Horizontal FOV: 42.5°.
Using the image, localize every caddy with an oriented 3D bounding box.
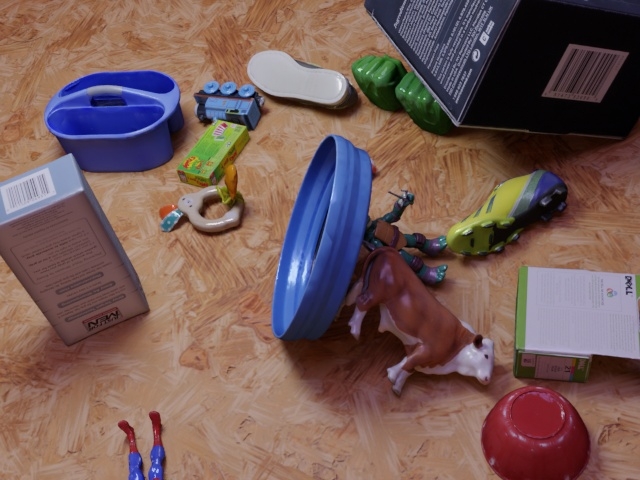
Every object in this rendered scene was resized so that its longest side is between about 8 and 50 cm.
[{"bbox_3d":[-0.496,-0.304,2.001,0.341,0.179,0.241,0,49,12],"label":"caddy"}]

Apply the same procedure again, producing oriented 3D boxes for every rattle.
[{"bbox_3d":[-0.274,-0.092,1.807,0.199,0.143,0.130,4,70,7],"label":"rattle"}]

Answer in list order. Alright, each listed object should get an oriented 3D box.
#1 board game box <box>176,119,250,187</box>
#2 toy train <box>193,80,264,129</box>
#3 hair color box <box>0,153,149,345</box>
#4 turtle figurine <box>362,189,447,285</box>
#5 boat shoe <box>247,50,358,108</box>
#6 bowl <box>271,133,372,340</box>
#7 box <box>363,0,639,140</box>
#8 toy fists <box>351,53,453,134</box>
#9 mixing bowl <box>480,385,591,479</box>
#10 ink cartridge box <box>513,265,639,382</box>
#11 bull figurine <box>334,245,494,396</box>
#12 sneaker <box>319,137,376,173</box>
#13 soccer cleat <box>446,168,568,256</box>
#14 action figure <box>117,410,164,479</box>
[{"bbox_3d":[-0.253,-0.206,1.956,0.092,0.043,0.181,15,55,23],"label":"board game box"},{"bbox_3d":[-0.231,-0.335,2.040,0.184,0.080,0.105,9,59,18],"label":"toy train"},{"bbox_3d":[-0.483,0.029,1.584,0.185,0.375,0.114,-24,50,-8],"label":"hair color box"},{"bbox_3d":[0.143,-0.009,1.603,0.118,0.234,0.175,-19,47,56],"label":"turtle figurine"},{"bbox_3d":[-0.047,-0.392,2.041,0.305,0.091,0.109,22,95,29],"label":"boat shoe"},{"bbox_3d":[0.000,0.000,1.525,0.077,0.391,0.391,15,50,-11],"label":"bowl"},{"bbox_3d":[0.426,-0.477,1.764,0.479,0.297,0.472,-1,41,-28],"label":"box"},{"bbox_3d":[0.192,-0.349,1.904,0.279,0.142,0.096,34,88,32],"label":"toy fists"},{"bbox_3d":[0.355,0.310,1.358,0.181,0.098,0.182,-6,50,7],"label":"mixing bowl"},{"bbox_3d":[0.478,0.153,1.467,0.255,0.097,0.189,4,51,13],"label":"ink cartridge box"},{"bbox_3d":[0.166,0.160,1.470,0.188,0.101,0.310,-40,85,-10],"label":"bull figurine"},{"bbox_3d":[0.050,-0.181,1.864,0.158,0.061,0.065,30,68,32],"label":"sneaker"},{"bbox_3d":[0.368,-0.059,1.676,0.289,0.093,0.121,-26,44,-14],"label":"soccer cleat"},{"bbox_3d":[-0.304,0.409,1.390,0.091,0.139,0.280,-18,51,-2],"label":"action figure"}]
